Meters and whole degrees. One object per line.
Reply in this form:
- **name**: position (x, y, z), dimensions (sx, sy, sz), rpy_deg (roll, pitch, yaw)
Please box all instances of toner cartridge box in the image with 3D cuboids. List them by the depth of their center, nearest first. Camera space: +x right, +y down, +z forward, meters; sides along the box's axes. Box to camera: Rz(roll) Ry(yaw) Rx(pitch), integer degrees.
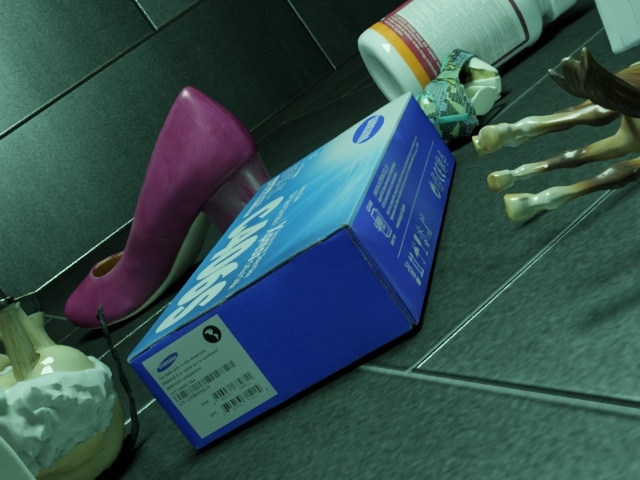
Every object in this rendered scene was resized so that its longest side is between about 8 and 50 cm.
- **toner cartridge box**: position (0.000, 0.000, 0.753), dimensions (0.165, 0.075, 0.348), rpy_deg (-31, 12, 19)

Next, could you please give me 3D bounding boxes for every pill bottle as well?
- **pill bottle**: position (0.161, -0.234, 1.137), dimensions (0.221, 0.121, 0.121), rpy_deg (-36, 11, -4)

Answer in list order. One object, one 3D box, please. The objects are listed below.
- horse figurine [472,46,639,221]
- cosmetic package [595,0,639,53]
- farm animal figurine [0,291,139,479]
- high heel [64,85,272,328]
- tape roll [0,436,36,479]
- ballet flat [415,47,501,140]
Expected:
- **horse figurine**: position (0.163, -0.067, 0.517), dimensions (0.175, 0.066, 0.263), rpy_deg (-21, 2, 9)
- **cosmetic package**: position (0.242, -0.181, 0.627), dimensions (0.117, 0.085, 0.231), rpy_deg (-21, 4, 2)
- **farm animal figurine**: position (-0.271, 0.163, 0.693), dimensions (0.327, 0.172, 0.330), rpy_deg (-24, 2, -6)
- **high heel**: position (-0.206, -0.029, 1.214), dimensions (0.377, 0.181, 0.127), rpy_deg (-29, 13, 31)
- **tape roll**: position (-0.207, 0.141, 0.335), dimensions (0.246, 0.246, 0.169), rpy_deg (-40, 12, -23)
- **ballet flat**: position (0.139, -0.139, 0.994), dimensions (0.070, 0.070, 0.188), rpy_deg (-29, 14, 30)
